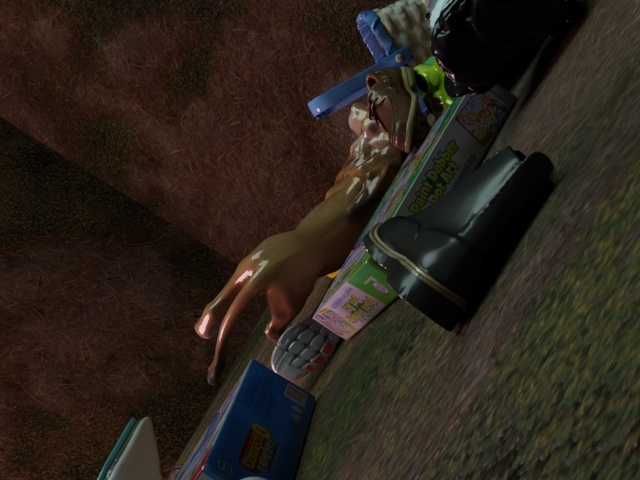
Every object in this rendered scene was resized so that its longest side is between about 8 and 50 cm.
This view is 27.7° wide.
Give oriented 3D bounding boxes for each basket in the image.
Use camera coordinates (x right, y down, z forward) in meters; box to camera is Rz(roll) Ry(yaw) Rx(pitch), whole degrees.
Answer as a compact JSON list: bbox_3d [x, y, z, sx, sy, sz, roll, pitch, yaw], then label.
[{"bbox_3d":[0.110,-0.280,2.119,0.289,0.201,0.255,-26,4,4],"label":"basket"}]

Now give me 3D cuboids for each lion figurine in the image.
[{"bbox_3d":[0.000,0.000,1.606,0.392,0.142,0.240,-52,-5,-35],"label":"lion figurine"}]

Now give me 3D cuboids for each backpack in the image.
[{"bbox_3d":[0.178,-0.241,1.302,0.152,0.115,0.182,-31,18,23],"label":"backpack"}]

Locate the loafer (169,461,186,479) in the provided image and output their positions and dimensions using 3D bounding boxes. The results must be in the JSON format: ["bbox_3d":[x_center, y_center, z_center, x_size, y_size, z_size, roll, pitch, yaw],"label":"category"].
[{"bbox_3d":[-0.223,0.409,2.177,0.170,0.062,0.061,-57,7,51],"label":"loafer"}]

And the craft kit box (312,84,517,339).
[{"bbox_3d":[0.096,-0.029,1.403,0.246,0.061,0.250,-62,3,-21],"label":"craft kit box"}]

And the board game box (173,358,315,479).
[{"bbox_3d":[-0.132,0.307,1.322,0.302,0.086,0.308,-57,3,13],"label":"board game box"}]

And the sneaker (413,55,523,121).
[{"bbox_3d":[0.189,-0.210,1.545,0.123,0.109,0.295,-29,-10,-13],"label":"sneaker"}]

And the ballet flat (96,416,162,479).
[{"bbox_3d":[-0.263,0.402,1.610,0.139,0.139,0.400,-55,6,48],"label":"ballet flat"}]

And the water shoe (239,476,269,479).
[{"bbox_3d":[-0.103,0.291,1.113,0.203,0.073,0.080,-58,5,16],"label":"water shoe"}]

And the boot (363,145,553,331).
[{"bbox_3d":[0.107,-0.018,0.966,0.137,0.077,0.198,-53,16,6],"label":"boot"}]

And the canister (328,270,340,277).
[{"bbox_3d":[0.046,-0.022,2.063,0.126,0.073,0.170,-57,4,22],"label":"canister"}]

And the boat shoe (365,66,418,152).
[{"bbox_3d":[0.083,-0.154,1.531,0.178,0.060,0.064,-90,4,-60],"label":"boat shoe"}]

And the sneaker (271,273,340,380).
[{"bbox_3d":[0.003,0.109,1.579,0.158,0.061,0.065,-48,-9,-7],"label":"sneaker"}]
